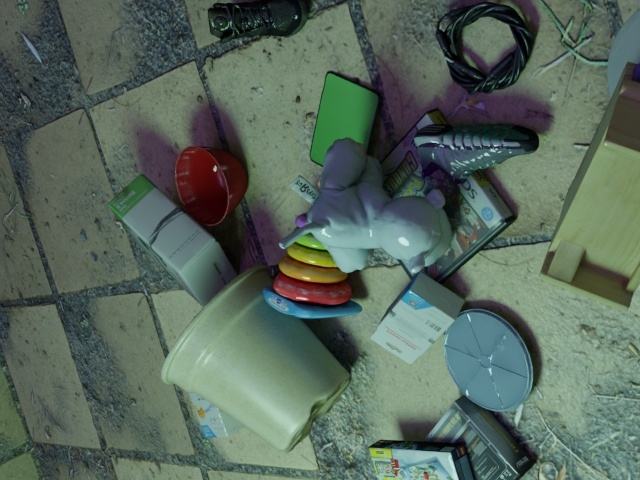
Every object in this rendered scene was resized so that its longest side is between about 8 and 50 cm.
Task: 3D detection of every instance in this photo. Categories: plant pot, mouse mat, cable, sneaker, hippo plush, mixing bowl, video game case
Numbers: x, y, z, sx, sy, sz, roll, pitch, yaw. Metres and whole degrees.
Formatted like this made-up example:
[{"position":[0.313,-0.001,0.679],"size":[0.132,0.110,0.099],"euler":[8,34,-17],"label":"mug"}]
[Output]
[{"position":[-0.115,0.275,2.197],"size":[0.305,0.334,0.334],"euler":[40,133,12],"label":"plant pot"},{"position":[0.045,-0.218,1.991],"size":[0.153,0.007,0.189],"euler":[32,118,38],"label":"mouse mat"},{"position":[0.272,-0.317,1.698],"size":[0.184,0.047,0.150],"euler":[0,107,46],"label":"cable"},{"position":[0.268,-0.144,1.744],"size":[0.224,0.083,0.098],"euler":[7,117,35],"label":"sneaker"},{"position":[0.113,-0.060,1.808],"size":[0.237,0.294,0.234],"euler":[6,81,26],"label":"hippo plush"},{"position":[-0.228,-0.133,2.269],"size":[0.181,0.098,0.181],"euler":[22,123,39],"label":"mixing bowl"},{"position":[0.200,-0.064,1.893],"size":[0.248,0.035,0.275],"euler":[56,137,13],"label":"video game case"},{"position":[-0.133,-0.433,2.018],"size":[0.228,0.130,0.087],"euler":[8,114,42],"label":"sneaker"}]

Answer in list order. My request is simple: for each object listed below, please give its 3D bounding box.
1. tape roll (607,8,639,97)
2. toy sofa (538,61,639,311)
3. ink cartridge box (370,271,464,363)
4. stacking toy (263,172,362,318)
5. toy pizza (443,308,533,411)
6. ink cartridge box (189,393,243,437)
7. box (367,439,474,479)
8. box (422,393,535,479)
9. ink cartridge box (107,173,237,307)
[{"position":[0.520,-0.237,1.451],"size":[0.219,0.072,0.219],"euler":[22,123,40],"label":"tape roll"},{"position":[0.448,-0.073,1.483],"size":[0.150,0.177,0.362],"euler":[21,146,9],"label":"toy sofa"},{"position":[0.181,0.150,1.955],"size":[0.104,0.060,0.180],"euler":[33,138,-2],"label":"ink cartridge box"},{"position":[0.000,0.000,2.072],"size":[0.175,0.166,0.301],"euler":[25,109,49],"label":"stacking toy"},{"position":[0.313,0.219,1.900],"size":[0.201,0.032,0.201],"euler":[20,120,41],"label":"toy pizza"},{"position":[-0.271,0.398,2.573],"size":[0.104,0.062,0.181],"euler":[-17,93,49],"label":"ink cartridge box"},{"position":[0.206,0.478,2.030],"size":[0.233,0.044,0.159],"euler":[-9,100,49],"label":"box"},{"position":[0.288,0.432,2.000],"size":[0.183,0.056,0.231],"euler":[48,136,22],"label":"box"},{"position":[-0.339,0.001,2.372],"size":[0.273,0.115,0.198],"euler":[40,167,28],"label":"ink cartridge box"}]
